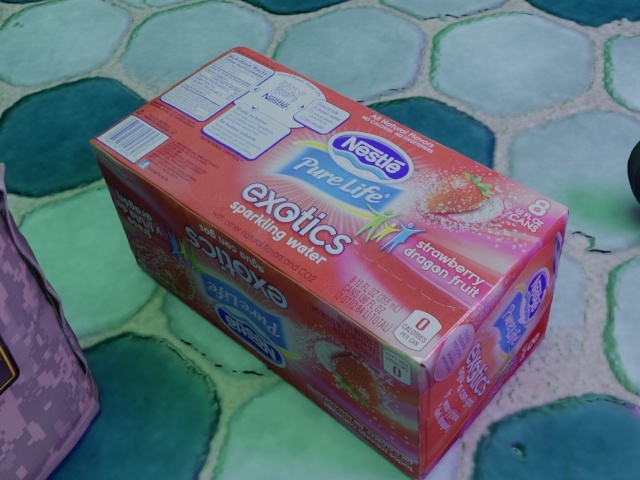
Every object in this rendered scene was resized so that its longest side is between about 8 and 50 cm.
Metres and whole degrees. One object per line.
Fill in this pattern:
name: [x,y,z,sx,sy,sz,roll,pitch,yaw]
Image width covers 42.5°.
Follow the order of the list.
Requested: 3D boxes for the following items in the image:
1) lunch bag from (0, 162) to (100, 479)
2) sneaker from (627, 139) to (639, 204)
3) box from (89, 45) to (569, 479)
lunch bag: [-0.291,0.082,0.484,0.287,0.235,0.169,-21,43,-11]
sneaker: [0.367,-0.001,0.557,0.319,0.112,0.131,14,48,21]
box: [0.000,0.000,0.583,0.300,0.142,0.154,31,59,30]
